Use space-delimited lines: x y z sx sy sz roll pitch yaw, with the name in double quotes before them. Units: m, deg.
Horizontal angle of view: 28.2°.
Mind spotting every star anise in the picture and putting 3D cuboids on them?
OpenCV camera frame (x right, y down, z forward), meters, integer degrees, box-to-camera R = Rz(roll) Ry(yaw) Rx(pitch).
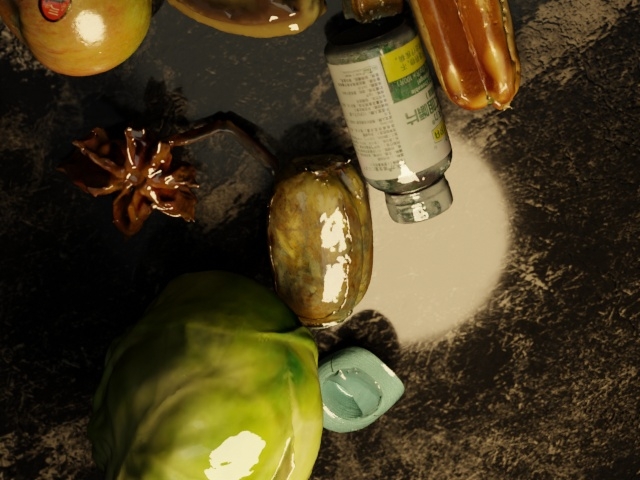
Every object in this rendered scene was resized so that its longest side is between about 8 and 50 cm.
"star anise" -0.236 -0.102 1.929 0.346 0.148 0.237 -6 135 0

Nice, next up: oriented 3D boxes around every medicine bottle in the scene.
"medicine bottle" 0.111 -0.173 1.890 0.141 0.141 0.293 -16 112 7

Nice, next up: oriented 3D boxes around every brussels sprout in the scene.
"brussels sprout" -0.155 0.235 1.919 0.342 0.425 0.361 25 109 -22

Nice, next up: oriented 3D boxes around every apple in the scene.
"apple" -0.353 -0.358 1.766 0.194 0.261 0.260 -29 113 -21

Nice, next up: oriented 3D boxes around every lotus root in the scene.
"lotus root" 0.000 0.000 1.959 0.160 0.152 0.274 3 111 14

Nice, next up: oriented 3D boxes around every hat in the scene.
"hat" 0.061 0.237 2.103 0.191 0.078 0.138 -35 101 34

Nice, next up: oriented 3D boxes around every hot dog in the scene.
"hot dog" 0.204 -0.336 1.846 0.135 0.100 0.337 -16 111 16

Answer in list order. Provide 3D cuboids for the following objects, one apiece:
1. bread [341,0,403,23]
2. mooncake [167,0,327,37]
"bread" 0.073 -0.357 1.843 0.083 0.077 0.070 -14 112 -15
"mooncake" -0.074 -0.479 1.690 0.393 0.246 0.394 -29 98 17
